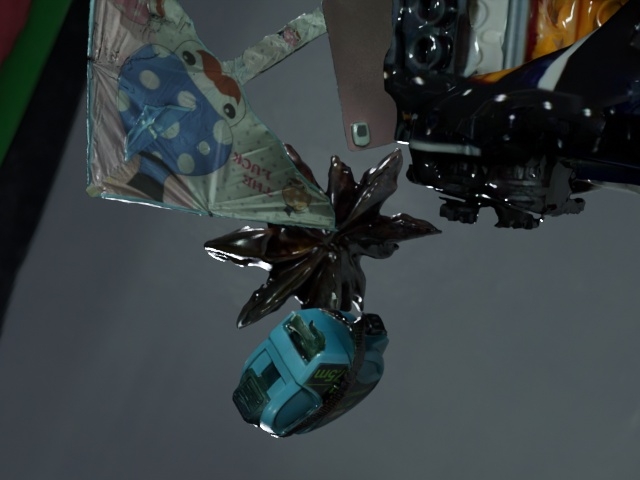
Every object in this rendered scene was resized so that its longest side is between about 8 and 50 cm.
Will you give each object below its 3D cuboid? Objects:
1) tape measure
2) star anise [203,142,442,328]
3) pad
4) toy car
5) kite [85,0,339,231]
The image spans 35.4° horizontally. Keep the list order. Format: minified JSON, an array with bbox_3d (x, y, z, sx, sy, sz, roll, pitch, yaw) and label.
[{"bbox_3d":[-0.004,0.118,0.899,0.125,0.081,0.146,4,-45,-50],"label":"tape measure"},{"bbox_3d":[0.001,0.004,1.165,0.282,0.212,0.129,-53,13,-20],"label":"star anise"},{"bbox_3d":[0.099,-0.137,0.741,0.006,0.188,0.113,-172,70,-74],"label":"pad"},{"bbox_3d":[0.164,-0.081,0.387,0.118,0.301,0.193,7,-84,-58],"label":"toy car"},{"bbox_3d":[-0.088,-0.130,0.835,0.011,0.335,0.314,-18,22,49],"label":"kite"}]
